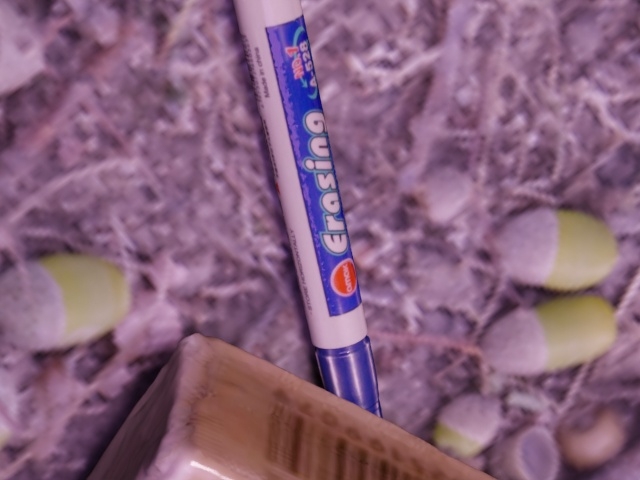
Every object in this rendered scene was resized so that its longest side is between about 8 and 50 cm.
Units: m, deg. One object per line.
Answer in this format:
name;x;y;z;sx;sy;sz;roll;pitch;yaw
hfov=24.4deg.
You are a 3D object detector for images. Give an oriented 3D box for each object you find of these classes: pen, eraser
pen;0.000;0.000;0.559;0.025;0.025;0.204;-12;109;1
eraser;0.060;0.178;0.582;0.343;0.078;0.144;28;117;-13
